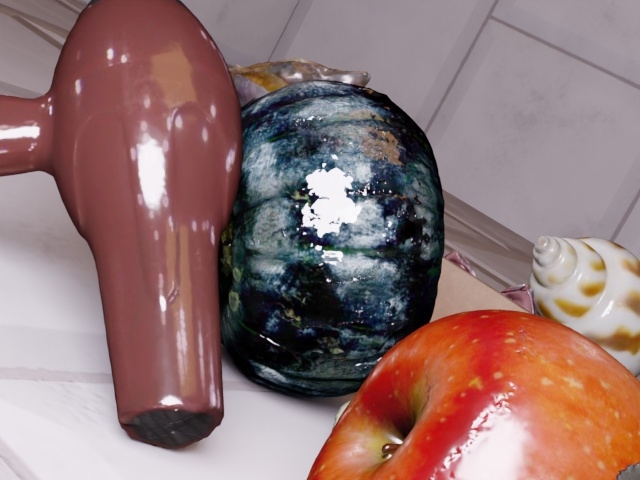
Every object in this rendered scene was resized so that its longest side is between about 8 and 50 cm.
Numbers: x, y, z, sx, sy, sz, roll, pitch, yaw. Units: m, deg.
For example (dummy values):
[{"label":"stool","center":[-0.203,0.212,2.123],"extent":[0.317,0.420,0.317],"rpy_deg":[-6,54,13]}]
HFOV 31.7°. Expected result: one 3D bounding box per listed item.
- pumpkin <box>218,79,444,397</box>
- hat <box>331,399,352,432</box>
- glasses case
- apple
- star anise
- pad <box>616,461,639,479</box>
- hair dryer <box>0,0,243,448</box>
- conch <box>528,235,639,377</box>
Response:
[{"label":"pumpkin","center":[0.000,0.000,0.820],"extent":[0.163,0.233,0.233],"rpy_deg":[-2,18,-14]},{"label":"hat","center":[0.092,0.143,0.765],"extent":[0.166,0.081,0.122],"rpy_deg":[-11,22,-39]},{"label":"glasses case","center":[0.182,0.072,1.331],"extent":[0.193,0.102,0.070],"rpy_deg":[33,4,30]},{"label":"apple","center":[0.085,0.127,0.542],"extent":[0.168,0.181,0.181],"rpy_deg":[46,5,-14]},{"label":"star anise","center":[-0.109,-0.130,1.227],"extent":[0.332,0.117,0.332],"rpy_deg":[-8,7,1]},{"label":"pad","center":[0.217,0.165,0.491],"extent":[0.375,0.063,0.315],"rpy_deg":[8,63,-63]},{"label":"hair dryer","center":[-0.216,-0.026,0.679],"extent":[0.340,0.123,0.312],"rpy_deg":[0,55,-7]},{"label":"conch","center":[0.317,0.086,1.358],"extent":[0.183,0.275,0.149],"rpy_deg":[5,35,38]}]
